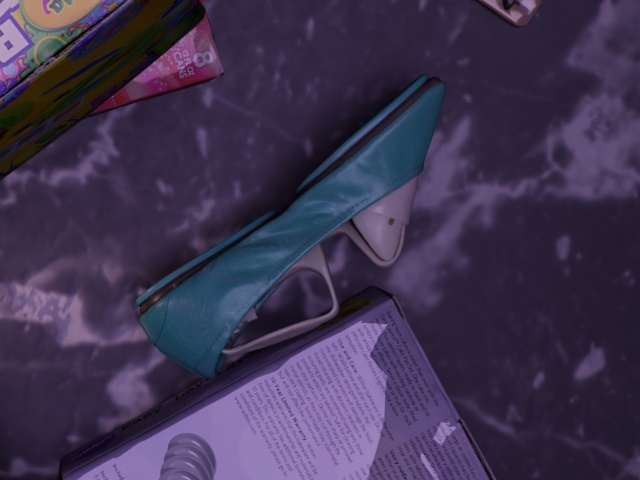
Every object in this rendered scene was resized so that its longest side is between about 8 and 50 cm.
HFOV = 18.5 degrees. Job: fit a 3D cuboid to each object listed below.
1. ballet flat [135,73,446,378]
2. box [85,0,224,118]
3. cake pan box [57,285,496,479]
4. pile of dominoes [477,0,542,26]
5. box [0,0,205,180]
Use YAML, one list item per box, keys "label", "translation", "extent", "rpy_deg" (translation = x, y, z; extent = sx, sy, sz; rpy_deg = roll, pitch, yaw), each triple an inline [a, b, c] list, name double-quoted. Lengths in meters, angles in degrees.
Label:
- label: "ballet flat"
  translation: [0.000, 0.000, 1.249]
  extent: [0.247, 0.083, 0.087]
  rpy_deg: [-39, 88, 1]
- label: "box"
  translation: [-0.157, -0.202, 1.183]
  extent: [0.128, 0.122, 0.257]
  rpy_deg: [-17, 97, -7]
- label: "cake pan box"
  translation: [-0.002, 0.201, 1.277]
  extent: [0.246, 0.070, 0.267]
  rpy_deg: [-30, 99, -4]
- label: "pile of dominoes"
  translation: [0.101, -0.276, 1.265]
  extent: [0.251, 0.040, 0.196]
  rpy_deg: [33, 89, -12]
- label: "box"
  translation: [-0.226, -0.103, 0.978]
  extent: [0.290, 0.279, 0.177]
  rpy_deg: [-37, 92, 0]
